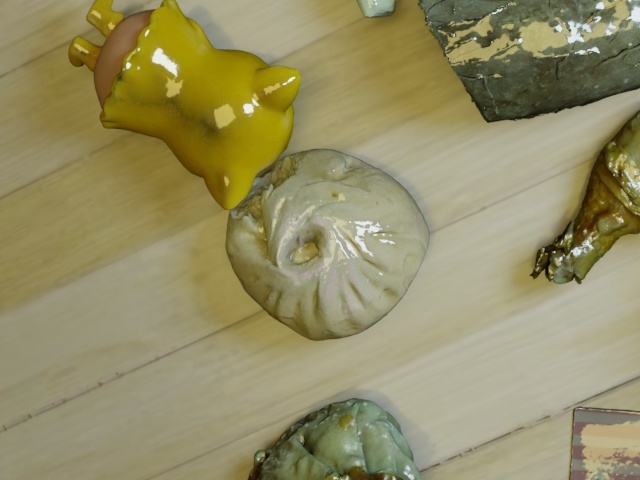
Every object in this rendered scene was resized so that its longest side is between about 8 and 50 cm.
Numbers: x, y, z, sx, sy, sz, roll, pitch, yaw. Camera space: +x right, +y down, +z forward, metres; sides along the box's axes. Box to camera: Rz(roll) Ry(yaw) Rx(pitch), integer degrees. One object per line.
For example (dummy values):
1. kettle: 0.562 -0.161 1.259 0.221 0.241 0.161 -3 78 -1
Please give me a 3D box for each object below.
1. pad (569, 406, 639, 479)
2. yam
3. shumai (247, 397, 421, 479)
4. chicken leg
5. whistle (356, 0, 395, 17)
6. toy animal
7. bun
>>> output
1. pad: 0.345 0.320 1.483 0.202 0.005 0.300 4 96 7
2. yam: 0.222 -0.195 1.380 0.254 0.154 0.154 -10 94 4
3. shumai: 0.013 0.258 1.452 0.184 0.142 0.184 0 94 5
4. chicken leg: 0.295 -0.037 1.414 0.103 0.088 0.228 34 96 -10
5. whistle: 0.033 -0.336 1.409 0.101 0.106 0.253 -12 89 -15
6. toy animal: -0.135 -0.147 1.432 0.229 0.156 0.156 30 99 7
7. bun: 0.000 0.000 1.435 0.193 0.128 0.178 40 100 4
